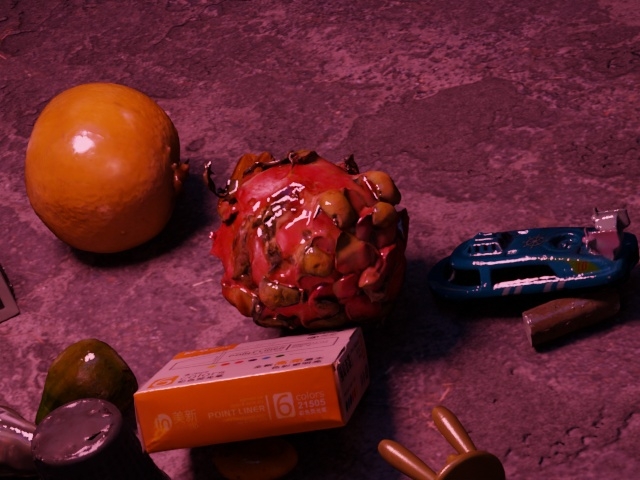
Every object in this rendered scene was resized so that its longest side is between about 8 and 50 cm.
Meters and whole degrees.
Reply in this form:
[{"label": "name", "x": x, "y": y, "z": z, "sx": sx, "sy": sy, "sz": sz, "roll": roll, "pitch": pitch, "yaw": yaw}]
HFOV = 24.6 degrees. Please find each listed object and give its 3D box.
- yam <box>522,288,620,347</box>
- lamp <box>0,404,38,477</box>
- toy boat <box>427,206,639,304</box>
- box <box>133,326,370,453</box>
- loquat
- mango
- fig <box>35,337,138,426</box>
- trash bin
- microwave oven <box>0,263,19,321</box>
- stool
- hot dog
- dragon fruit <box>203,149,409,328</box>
[{"label": "yam", "x": 0.333, "y": 0.097, "z": 1.956, "sx": 0.132, "sy": 0.054, "sz": 0.054, "roll": -21, "pitch": 35, "yaw": -5}, {"label": "lamp", "x": -0.440, "y": 0.272, "z": 2.006, "sx": 0.250, "sy": 0.101, "sz": 0.101, "roll": 9, "pitch": 43, "yaw": 33}, {"label": "toy boat", "x": 0.280, "y": 0.015, "z": 2.011, "sx": 0.298, "sy": 0.092, "sz": 0.134, "roll": -6, "pitch": 26, "yaw": 29}, {"label": "box", "x": -0.084, "y": 0.192, "z": 1.902, "sx": 0.273, "sy": 0.091, "sz": 0.221, "roll": -10, "pitch": 7, "yaw": 10}, {"label": "loquat", "x": -0.336, "y": -0.115, "z": 2.338, "sx": 0.274, "sy": 0.275, "sz": 0.275, "roll": -12, "pitch": 36, "yaw": 8}, {"label": "mango", "x": -0.084, "y": 0.279, "z": 1.888, "sx": 0.114, "sy": 0.057, "sz": 0.079, "roll": 1, "pitch": 34, "yaw": 11}, {"label": "fig", "x": -0.335, "y": 0.212, "z": 2.033, "sx": 0.156, "sy": 0.123, "sz": 0.123, "roll": -38, "pitch": 38, "yaw": -7}, {"label": "trash bin", "x": -0.288, "y": 0.292, "z": 1.865, "sx": 0.175, "sy": 0.161, "sz": 0.175, "roll": -12, "pitch": 34, "yaw": 8}, {"label": "microwave oven", "x": -0.573, "y": 0.025, "z": 2.301, "sx": 0.122, "sy": 0.208, "sz": 0.162, "roll": -25, "pitch": 36, "yaw": -11}, {"label": "stool", "x": 0.146, "y": 0.277, "z": 1.744, "sx": 0.110, "sy": 0.134, "sz": 0.135, "roll": 34, "pitch": 104, "yaw": 51}, {"label": "hot dog", "x": -0.120, "y": -0.088, "z": 2.402, "sx": 0.071, "sy": 0.045, "sz": 0.165, "roll": -1, "pitch": 39, "yaw": 19}, {"label": "dragon fruit", "x": 0.000, "y": 0.000, "z": 2.023, "sx": 0.250, "sy": 0.269, "sz": 0.291, "roll": -10, "pitch": 1, "yaw": -35}]
